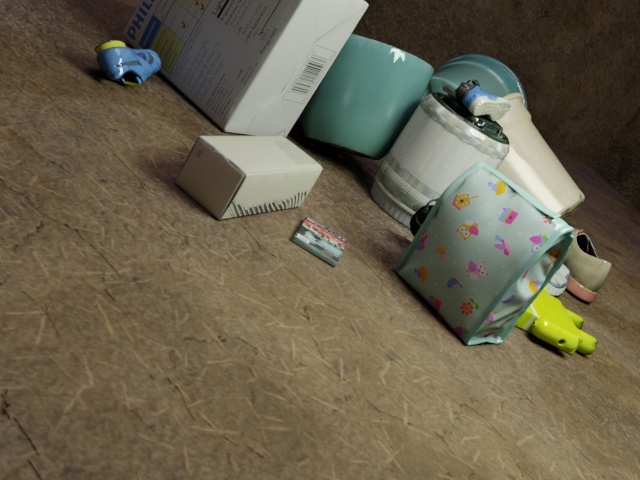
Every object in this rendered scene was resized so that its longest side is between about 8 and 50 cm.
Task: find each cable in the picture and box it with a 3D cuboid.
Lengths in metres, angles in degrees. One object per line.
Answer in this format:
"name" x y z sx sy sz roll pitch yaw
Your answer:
"cable" 0.263 0.001 1.651 0.184 0.150 0.047 33 51 1

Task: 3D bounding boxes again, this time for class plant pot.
"plant pot" 0.476 -0.144 2.078 0.305 0.334 0.334 50 25 14
"plant pot" 0.381 -0.356 2.387 0.341 0.341 0.334 39 29 15
"plant pot" 0.085 -0.318 1.897 0.293 0.235 0.293 17 4 -1

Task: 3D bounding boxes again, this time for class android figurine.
"android figurine" 0.439 0.138 1.707 0.273 0.056 0.248 29 21 -14

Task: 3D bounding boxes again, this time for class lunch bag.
"lunch bag" 0.294 0.019 1.469 0.160 0.262 0.223 7 32 -49

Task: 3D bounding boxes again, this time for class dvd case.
"dvd case" 0.000 0.000 1.439 0.087 0.013 0.119 32 19 -3

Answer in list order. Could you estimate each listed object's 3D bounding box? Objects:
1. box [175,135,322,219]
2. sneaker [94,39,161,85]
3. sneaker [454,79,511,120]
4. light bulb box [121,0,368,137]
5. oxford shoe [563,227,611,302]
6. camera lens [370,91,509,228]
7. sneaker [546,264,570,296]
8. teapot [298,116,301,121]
"box" -0.114 -0.112 1.413 0.113 0.094 0.275 39 22 18
"sneaker" -0.363 -0.328 1.605 0.082 0.069 0.209 68 15 1
"sneaker" 0.341 -0.301 1.757 0.152 0.058 0.084 -6 51 -50
"light bulb box" -0.165 -0.464 1.756 0.361 0.358 0.225 43 21 23
"oxford shoe" 0.638 0.014 2.158 0.123 0.130 0.348 19 25 -33
"camera lens" 0.264 -0.170 1.828 0.219 0.274 0.219 28 21 -12
"sneaker" 0.507 0.048 1.907 0.283 0.122 0.110 11 30 -44
"teapot" -0.027 -0.417 2.092 0.252 0.187 0.256 42 23 23
